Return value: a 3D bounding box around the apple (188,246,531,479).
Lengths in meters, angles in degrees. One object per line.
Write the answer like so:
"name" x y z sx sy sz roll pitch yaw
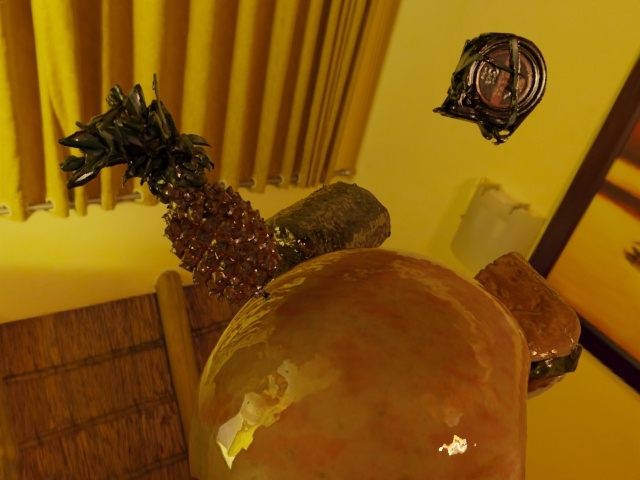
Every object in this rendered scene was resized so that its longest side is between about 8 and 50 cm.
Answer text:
"apple" 0.058 0.203 0.591 0.347 0.391 0.391 2 -154 27

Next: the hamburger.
"hamburger" 0.326 0.158 0.876 0.209 0.162 0.330 36 -135 26

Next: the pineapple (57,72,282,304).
"pineapple" -0.110 -0.022 0.437 0.103 0.221 0.083 -41 -150 -9

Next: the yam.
"yam" 0.000 0.000 1.056 0.195 0.195 0.300 26 -145 20

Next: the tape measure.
"tape measure" 0.167 -0.146 0.498 0.091 0.094 0.054 27 -168 -8
